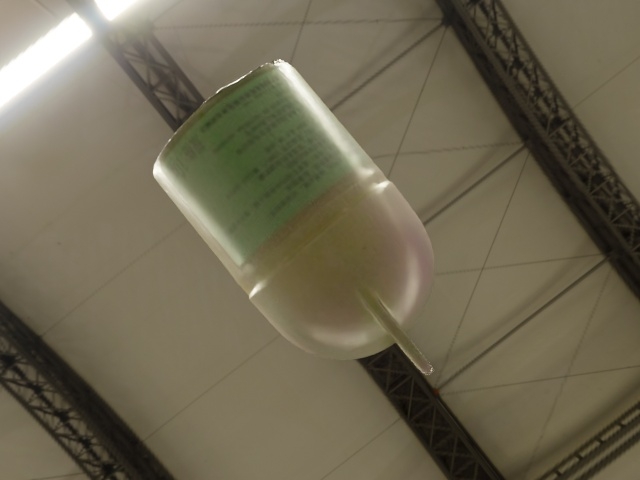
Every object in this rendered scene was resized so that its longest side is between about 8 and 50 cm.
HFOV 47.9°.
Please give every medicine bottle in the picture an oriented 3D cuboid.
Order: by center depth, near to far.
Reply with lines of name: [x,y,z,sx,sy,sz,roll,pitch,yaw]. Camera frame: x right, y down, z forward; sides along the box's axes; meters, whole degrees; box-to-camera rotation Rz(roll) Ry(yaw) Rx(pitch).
medicine bottle: [0.000,0.000,0.926,0.235,0.236,0.406,-40,-93,0]
